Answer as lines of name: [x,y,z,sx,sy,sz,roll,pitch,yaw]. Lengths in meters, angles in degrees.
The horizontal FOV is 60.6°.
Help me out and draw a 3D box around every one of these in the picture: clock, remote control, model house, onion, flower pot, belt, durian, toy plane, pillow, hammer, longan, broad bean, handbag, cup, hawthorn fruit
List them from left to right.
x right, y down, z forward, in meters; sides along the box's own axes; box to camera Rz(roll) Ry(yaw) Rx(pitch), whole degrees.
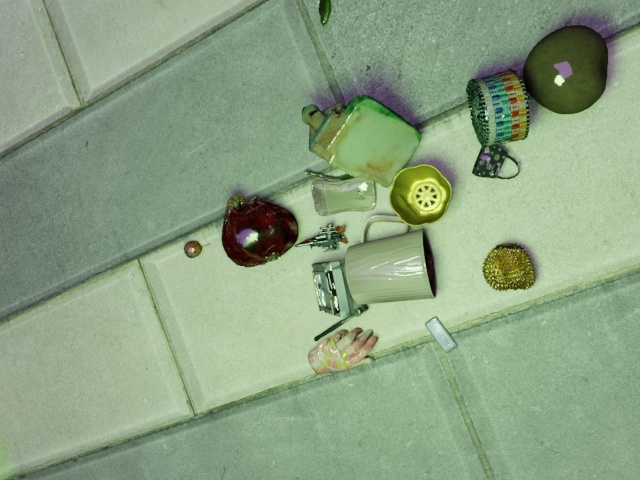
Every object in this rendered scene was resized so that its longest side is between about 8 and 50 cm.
hawthorn fruit: [-0.471,0.031,2.095,0.103,0.067,0.067,-10,90,-8]
onion: [-0.212,-0.027,1.916,0.280,0.221,0.281,-1,85,12]
toy plane: [0.001,0.002,1.899,0.189,0.130,0.061,-19,43,-7]
broad bean: [0.007,-0.840,1.895,0.061,0.046,0.195,-21,82,29]
clock: [0.041,0.161,1.851,0.083,0.253,0.187,-11,90,-13]
hammer: [0.070,0.291,1.924,0.246,0.103,0.029,-38,81,29]
pillow: [0.080,-0.153,1.908,0.232,0.038,0.131,-4,106,18]
model house: [0.107,-0.352,1.764,0.245,0.312,0.280,-57,39,16]
cup: [0.229,0.063,1.783,0.273,0.208,0.289,-11,99,19]
flower pot: [0.332,-0.141,1.757,0.195,0.179,0.195,1,93,19]
remote control: [0.405,0.317,1.842,0.053,0.018,0.124,-39,81,17]
handbag: [0.564,-0.242,1.735,0.139,0.072,0.115,23,96,12]
belt: [0.541,-0.399,1.640,0.160,0.295,0.207,-11,106,11]
durian: [0.585,0.088,1.716,0.158,0.137,0.168,-20,95,-3]
longan: [0.718,-0.500,1.596,0.245,0.215,0.246,2,114,5]

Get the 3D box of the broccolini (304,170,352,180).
broccolini: [0.038,-0.227,1.915,0.194,0.054,0.052,-4,121,13]

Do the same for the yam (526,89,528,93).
yam: [0.652,-0.469,1.724,0.107,0.014,0.014,-18,87,18]

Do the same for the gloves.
gloves: [0.085,0.386,1.898,0.241,0.126,0.145,-28,79,25]
